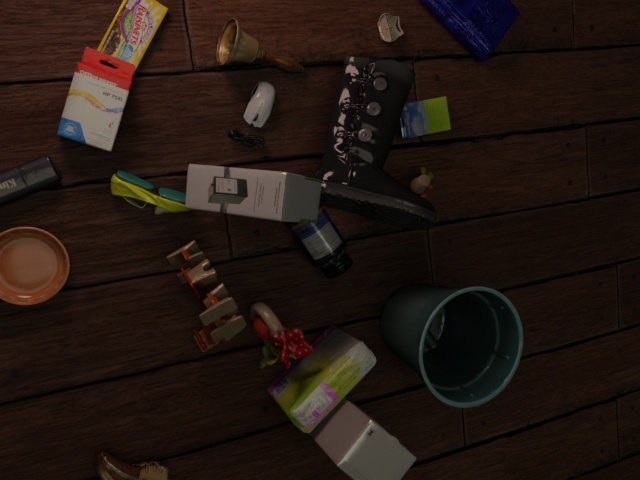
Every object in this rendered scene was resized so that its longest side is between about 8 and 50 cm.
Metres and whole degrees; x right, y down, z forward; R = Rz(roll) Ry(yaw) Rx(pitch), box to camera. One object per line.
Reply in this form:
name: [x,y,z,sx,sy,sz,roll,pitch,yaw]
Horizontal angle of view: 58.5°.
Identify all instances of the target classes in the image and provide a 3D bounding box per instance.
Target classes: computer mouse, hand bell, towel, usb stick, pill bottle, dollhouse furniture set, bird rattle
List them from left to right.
usb stick: [-0.783,-0.127,1.408,0.278,0.045,0.077,-26,105,-16]
dollhouse furniture set: [-0.309,0.175,1.521,0.135,0.262,0.259,-31,136,-13]
computer mouse: [-0.180,-0.360,1.612,0.106,0.042,0.193,21,88,-20]
hand bell: [-0.153,-0.515,1.592,0.242,0.126,0.126,9,92,-34]
bird rattle: [-0.137,0.267,1.598,0.143,0.253,0.207,-34,82,-15]
pill bottle: [0.000,0.000,1.675,0.123,0.123,0.219,-37,107,-13]
towel: [0.479,-0.747,1.803,0.308,0.076,0.227,37,83,-20]

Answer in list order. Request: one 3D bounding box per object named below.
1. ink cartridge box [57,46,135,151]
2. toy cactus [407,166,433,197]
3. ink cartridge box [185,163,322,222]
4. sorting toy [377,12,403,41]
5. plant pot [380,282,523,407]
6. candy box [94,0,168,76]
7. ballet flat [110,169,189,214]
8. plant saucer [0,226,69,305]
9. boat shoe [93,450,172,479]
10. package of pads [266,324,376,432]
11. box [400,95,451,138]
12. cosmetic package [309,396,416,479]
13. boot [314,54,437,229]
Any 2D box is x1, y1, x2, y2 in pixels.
ink cartridge box: [-0.560,-0.356,1.439,0.134,0.078,0.231,16,97,-21]
toy cactus: [0.278,-0.163,1.741,0.219,0.180,0.112,-27,84,-21]
ink cartridge box: [-0.172,-0.121,1.482,0.211,0.289,0.121,-2,99,-65]
sorting toy: [0.218,-0.647,1.736,0.075,0.045,0.083,-22,102,-25]
plant pot: [0.364,0.278,1.728,0.341,0.334,0.341,-2,97,-20]
candy box: [-0.490,-0.542,1.486,0.105,0.027,0.206,28,86,-24]
ballet flat: [-0.448,-0.113,1.529,0.231,0.077,0.077,21,109,-19]
plant saucer: [-0.743,0.063,1.447,0.200,0.037,0.200,-2,96,-21]
boat shoe: [-0.474,0.667,1.577,0.120,0.122,0.324,-50,117,-15]
package of pads: [0.000,0.392,1.658,0.296,0.229,0.101,-44,108,-12]
box: [0.319,-0.385,1.798,0.178,0.042,0.109,-14,100,-19]
cosmetic package: [0.082,0.552,1.632,0.197,0.365,0.155,45,80,-18]
boot: [0.193,-0.284,1.621,0.367,0.146,0.445,16,73,-4]
